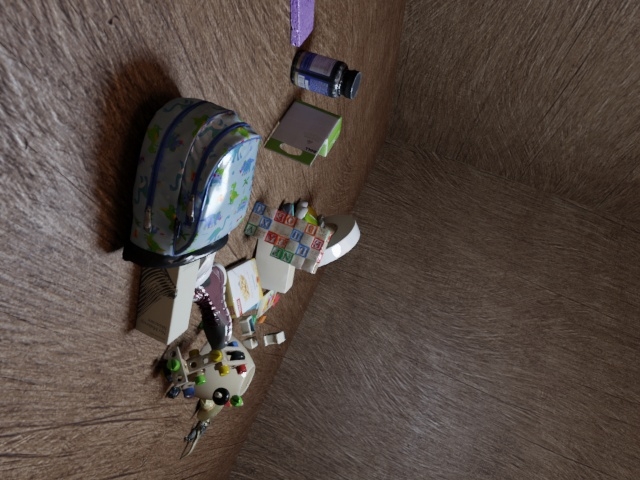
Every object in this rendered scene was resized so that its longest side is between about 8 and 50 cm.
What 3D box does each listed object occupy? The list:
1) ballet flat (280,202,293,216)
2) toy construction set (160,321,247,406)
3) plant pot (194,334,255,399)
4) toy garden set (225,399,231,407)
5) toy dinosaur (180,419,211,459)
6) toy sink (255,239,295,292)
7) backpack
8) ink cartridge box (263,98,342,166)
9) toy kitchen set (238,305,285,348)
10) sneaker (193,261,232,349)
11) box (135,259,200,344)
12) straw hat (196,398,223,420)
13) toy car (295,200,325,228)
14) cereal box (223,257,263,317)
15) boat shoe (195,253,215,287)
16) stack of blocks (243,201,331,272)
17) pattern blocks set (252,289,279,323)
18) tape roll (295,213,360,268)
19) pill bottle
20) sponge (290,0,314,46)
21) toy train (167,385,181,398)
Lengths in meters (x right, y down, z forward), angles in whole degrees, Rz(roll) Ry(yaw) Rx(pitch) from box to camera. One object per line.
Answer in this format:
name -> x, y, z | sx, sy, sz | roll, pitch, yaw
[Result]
ballet flat -> -0.140, -0.064, 1.984 | 0.074, 0.074, 0.203 | 41, 38, -78
toy construction set -> -0.390, 0.375, 1.524 | 0.237, 0.258, 0.308 | 64, 27, -59
plant pot -> -0.379, 0.529, 1.856 | 0.284, 0.191, 0.283 | 22, 90, -80
toy garden set -> -0.394, 0.627, 2.092 | 0.244, 0.049, 0.204 | -67, -161, -2
toy dinosaur -> -0.546, 0.855, 2.041 | 0.268, 0.064, 0.118 | -59, 173, -24
toy sink -> -0.188, 0.083, 1.946 | 0.131, 0.153, 0.234 | -46, 147, -73
backpack -> -0.275, -0.131, 1.011 | 0.290, 0.274, 0.355 | -34, 133, -59
ink cartridge box -> -0.063, -0.361, 1.635 | 0.255, 0.189, 0.097 | -61, 169, -26
toy kitchen set -> -0.249, 0.339, 1.946 | 0.122, 0.166, 0.206 | -6, 84, -78
sneaker -> -0.366, 0.207, 1.420 | 0.163, 0.107, 0.281 | 8, 72, -67
box -> -0.398, 0.125, 1.191 | 0.094, 0.113, 0.274 | -45, 153, -62
straw hat -> -0.489, 0.703, 1.982 | 0.061, 0.145, 0.144 | 65, 32, -20
toy car -> -0.070, -0.091, 2.212 | 0.136, 0.159, 0.182 | -45, -161, 18
cereal box -> -0.297, 0.175, 1.732 | 0.240, 0.048, 0.172 | -36, 116, -71
boat shoe -> -0.336, 0.014, 1.314 | 0.088, 0.096, 0.267 | 89, 24, -54
stack of blocks -> -0.129, -0.009, 1.715 | 0.087, 0.297, 0.171 | 35, 77, -81
pattern blocks set -> -0.271, 0.308, 2.366 | 0.325, 0.026, 0.285 | -52, 161, -53
tape roll -> 0.000, 0.000, 2.212 | 0.392, 0.392, 0.071 | -54, 128, -50
pill bottle -> 0.020, -0.559, 1.558 | 0.123, 0.219, 0.122 | 22, 90, -79
sponge -> -0.054, -0.717, 1.396 | 0.210, 0.031, 0.117 | 94, 21, -57
toy train -> -0.495, 0.508, 1.659 | 0.158, 0.036, 0.027 | -55, 163, -48
